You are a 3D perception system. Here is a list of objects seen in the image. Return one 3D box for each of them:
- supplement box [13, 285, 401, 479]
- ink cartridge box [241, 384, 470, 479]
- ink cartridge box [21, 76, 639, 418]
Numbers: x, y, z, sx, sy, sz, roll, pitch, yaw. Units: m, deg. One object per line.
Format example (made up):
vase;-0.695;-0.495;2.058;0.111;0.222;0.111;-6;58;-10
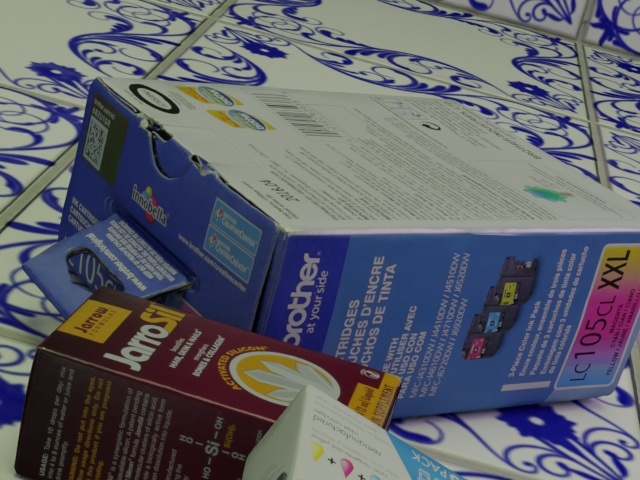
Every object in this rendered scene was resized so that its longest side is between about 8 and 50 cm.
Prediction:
supplement box;-0.060;0.102;0.829;0.188;0.081;0.104;17;21;6
ink cartridge box;0.013;0.160;0.676;0.104;0.061;0.181;31;28;-13
ink cartridge box;0.000;0.000;1.037;0.395;0.151;0.270;1;23;-36
